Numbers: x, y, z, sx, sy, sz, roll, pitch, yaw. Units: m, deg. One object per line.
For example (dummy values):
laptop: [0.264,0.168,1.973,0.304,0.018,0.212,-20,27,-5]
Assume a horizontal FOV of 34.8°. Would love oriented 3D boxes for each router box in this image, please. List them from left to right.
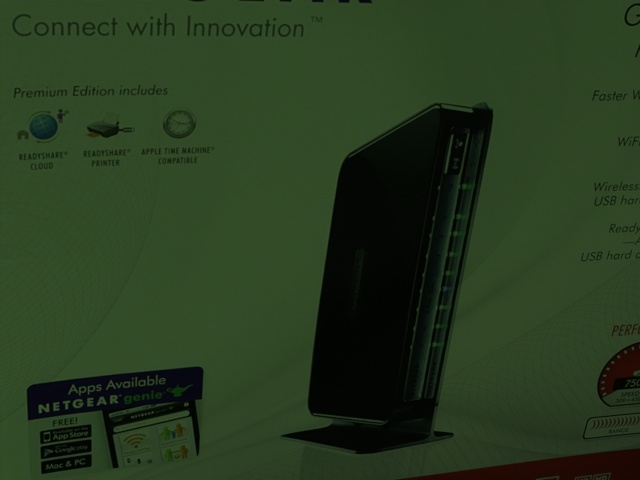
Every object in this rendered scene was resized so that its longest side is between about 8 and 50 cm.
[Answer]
router box: [0.021,0.001,0.451,0.335,0.301,0.082,-4,30,-18]
